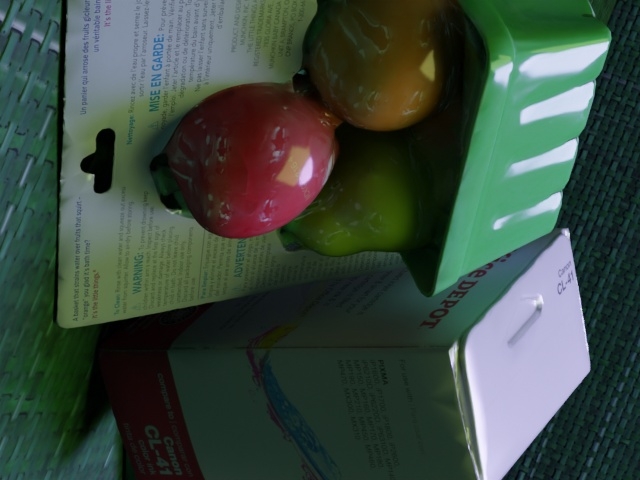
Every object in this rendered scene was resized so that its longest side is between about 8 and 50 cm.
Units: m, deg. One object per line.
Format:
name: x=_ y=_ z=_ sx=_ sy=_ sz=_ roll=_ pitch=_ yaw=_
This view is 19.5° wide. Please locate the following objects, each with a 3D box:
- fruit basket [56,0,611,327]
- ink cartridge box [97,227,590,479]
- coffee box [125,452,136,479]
fruit basket: x=-0.002 y=-0.086 z=1.235 sx=0.327 sy=0.353 sz=0.165 roll=99 pitch=-20 yaw=-46
ink cartridge box: x=0.022 y=0.088 z=1.427 sx=0.226 sy=0.306 sz=0.131 roll=-40 pitch=124 yaw=-53
coffee box: x=-0.125 y=0.145 z=1.598 sx=0.184 sy=0.040 sz=0.113 roll=99 pitch=18 yaw=-48
